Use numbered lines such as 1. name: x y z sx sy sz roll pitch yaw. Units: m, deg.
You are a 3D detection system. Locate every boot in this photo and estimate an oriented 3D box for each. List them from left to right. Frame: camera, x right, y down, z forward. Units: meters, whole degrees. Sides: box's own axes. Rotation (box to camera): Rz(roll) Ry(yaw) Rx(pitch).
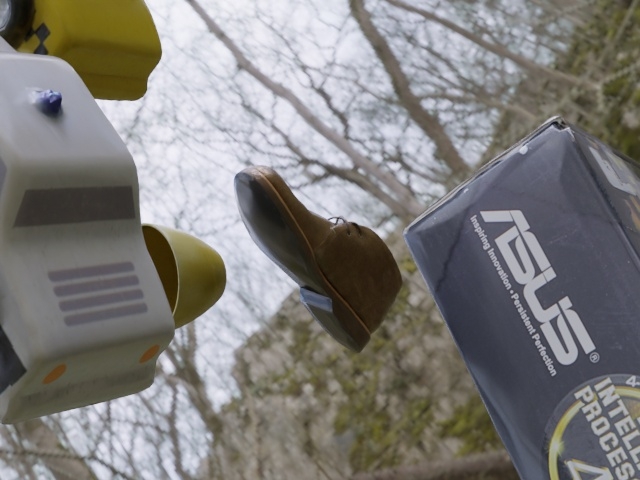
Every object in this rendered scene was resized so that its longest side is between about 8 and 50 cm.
1. boot: 0.000 0.000 1.496 0.115 0.112 0.305 -47 -52 -15

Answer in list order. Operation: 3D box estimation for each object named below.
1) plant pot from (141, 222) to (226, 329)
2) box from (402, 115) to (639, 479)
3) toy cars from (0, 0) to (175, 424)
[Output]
1. plant pot: -0.171 0.045 1.462 0.095 0.134 0.134 -3 -61 -43
2. box: 0.220 0.157 0.522 0.097 0.395 0.318 -38 -29 26
3. toy cars: -0.127 -0.098 0.526 0.176 0.394 0.087 32 -62 -30
